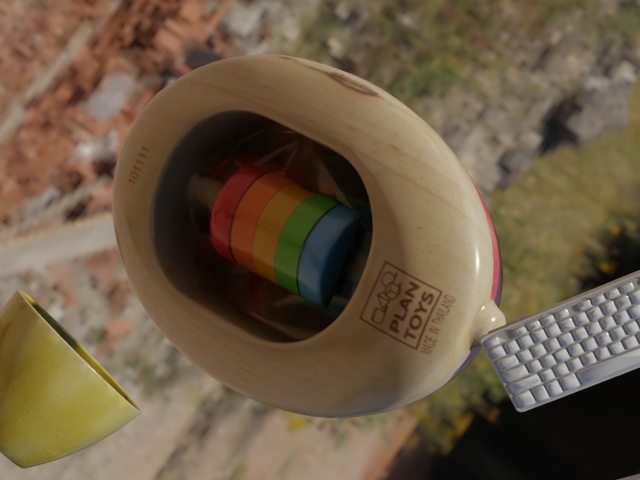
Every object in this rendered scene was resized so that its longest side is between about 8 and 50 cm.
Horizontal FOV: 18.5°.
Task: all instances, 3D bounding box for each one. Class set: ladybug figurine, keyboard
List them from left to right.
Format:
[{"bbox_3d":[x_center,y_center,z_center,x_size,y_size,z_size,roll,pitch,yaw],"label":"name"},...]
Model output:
[{"bbox_3d":[0.000,0.000,1.791,0.162,0.449,0.305,12,105,-52],"label":"ladybug figurine"},{"bbox_3d":[0.245,0.051,1.416,0.256,0.072,0.014,-23,-162,15],"label":"keyboard"}]

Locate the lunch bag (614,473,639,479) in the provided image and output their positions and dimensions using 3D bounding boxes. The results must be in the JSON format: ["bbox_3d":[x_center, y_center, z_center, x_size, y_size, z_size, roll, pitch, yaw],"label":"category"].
[{"bbox_3d":[0.306,0.323,1.737,0.327,0.239,0.385,-16,169,-9],"label":"lunch bag"}]

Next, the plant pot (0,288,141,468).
[{"bbox_3d":[-0.218,0.117,1.500,0.095,0.134,0.134,-44,171,-4],"label":"plant pot"}]
